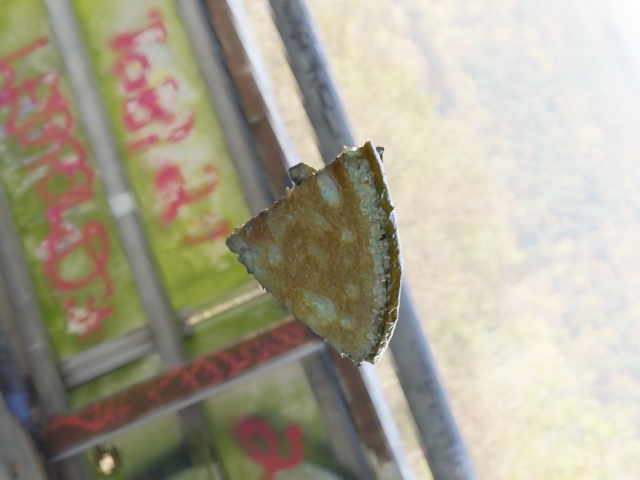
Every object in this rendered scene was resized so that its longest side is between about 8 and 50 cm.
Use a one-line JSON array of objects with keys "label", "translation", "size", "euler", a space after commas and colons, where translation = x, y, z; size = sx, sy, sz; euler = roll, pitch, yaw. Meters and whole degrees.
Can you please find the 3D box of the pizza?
[{"label": "pizza", "translation": [0.001, 0.000, 0.584], "size": [0.025, 0.078, 0.083], "euler": [-20, 115, -47]}]
